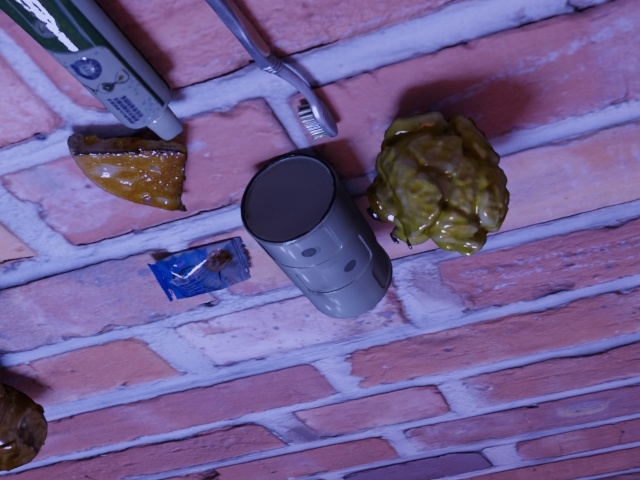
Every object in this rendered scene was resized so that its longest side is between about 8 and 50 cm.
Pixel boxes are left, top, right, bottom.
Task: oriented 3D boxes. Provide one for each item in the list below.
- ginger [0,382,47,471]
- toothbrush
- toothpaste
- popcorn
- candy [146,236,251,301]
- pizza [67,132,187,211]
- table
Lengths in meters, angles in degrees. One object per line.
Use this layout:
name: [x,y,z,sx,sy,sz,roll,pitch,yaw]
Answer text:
ginger: [-0.630,0.266,1.401,0.274,0.152,0.357,4,151,23]
toothbrush: [-0.073,-0.205,0.852,0.037,0.028,0.375,-12,148,23]
toothpaste: [-0.245,-0.212,0.789,0.099,0.061,0.392,-18,142,19]
popcorn: [0.140,-0.056,0.999,0.173,0.168,0.195,-40,163,-15]
candy: [-0.166,0.041,1.219,0.136,0.038,0.088,-16,133,3]
pizza: [-0.206,-0.089,1.001,0.178,0.041,0.131,21,141,-35]
table: [0.000,0.000,1.095,0.127,0.126,0.220,-15,147,15]
